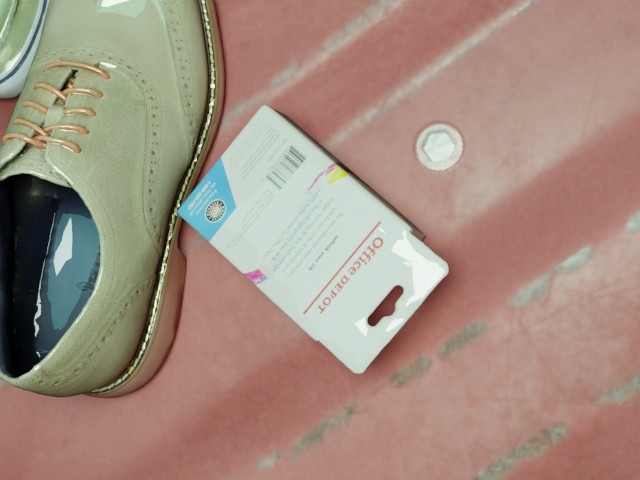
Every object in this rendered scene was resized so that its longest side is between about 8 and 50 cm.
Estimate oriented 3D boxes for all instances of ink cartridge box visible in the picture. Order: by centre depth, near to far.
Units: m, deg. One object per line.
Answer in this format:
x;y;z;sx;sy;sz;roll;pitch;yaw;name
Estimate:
0.000;0.000;0.753;0.181;0.061;0.104;42;98;15;ink cartridge box

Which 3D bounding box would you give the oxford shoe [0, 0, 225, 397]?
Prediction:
-0.162;-0.079;0.761;0.140;0.146;0.397;1;86;17;oxford shoe

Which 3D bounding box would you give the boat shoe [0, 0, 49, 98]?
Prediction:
-0.271;-0.268;0.833;0.109;0.094;0.302;-1;86;16;boat shoe
